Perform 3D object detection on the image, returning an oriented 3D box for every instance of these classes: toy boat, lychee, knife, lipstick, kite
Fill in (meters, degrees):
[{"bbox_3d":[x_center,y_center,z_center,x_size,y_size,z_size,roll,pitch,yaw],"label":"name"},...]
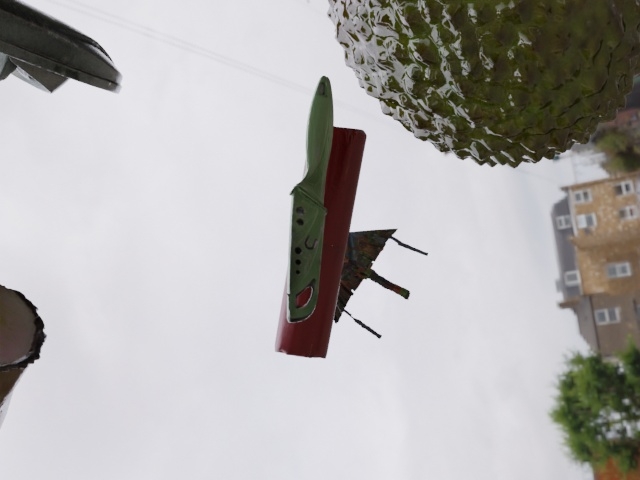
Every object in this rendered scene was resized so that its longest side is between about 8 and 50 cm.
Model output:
[{"bbox_3d":[-0.329,-0.214,0.844,0.319,0.141,0.092,10,-74,-65],"label":"toy boat"},{"bbox_3d":[0.133,-0.219,0.624,0.320,0.269,0.270,61,-149,-20],"label":"lychee"},{"bbox_3d":[-0.011,-0.053,0.797,0.043,0.020,0.293,13,-116,-19],"label":"knife"},{"bbox_3d":[-0.001,0.000,0.919,0.073,0.073,0.280,11,-91,-61],"label":"lipstick"},{"bbox_3d":[0.052,0.036,1.032,0.183,0.160,0.010,-55,-10,-33],"label":"kite"}]

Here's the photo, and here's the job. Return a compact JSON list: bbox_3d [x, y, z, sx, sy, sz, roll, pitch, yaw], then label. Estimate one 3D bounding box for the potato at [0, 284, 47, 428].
[{"bbox_3d":[-0.457,0.174,0.863,0.229,0.266,0.229,31,-165,-9],"label":"potato"}]
